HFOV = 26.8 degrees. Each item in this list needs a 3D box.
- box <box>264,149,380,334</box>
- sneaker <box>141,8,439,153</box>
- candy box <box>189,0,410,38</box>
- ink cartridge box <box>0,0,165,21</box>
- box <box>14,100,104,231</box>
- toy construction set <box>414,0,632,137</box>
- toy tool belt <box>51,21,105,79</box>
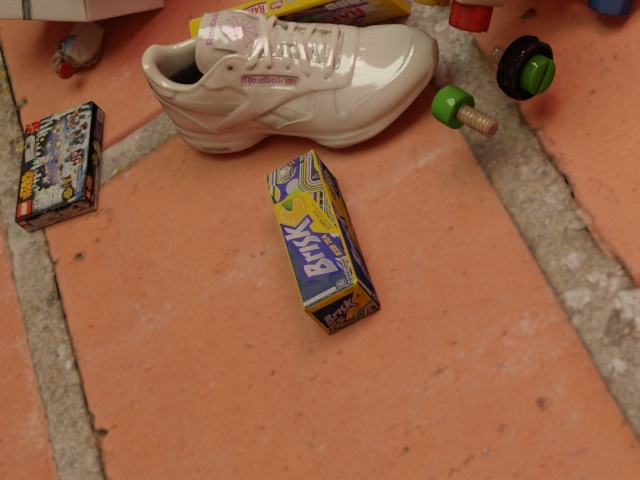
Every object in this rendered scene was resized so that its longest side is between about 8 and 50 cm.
[{"bbox_3d":[0.000,0.000,1.251,0.059,0.054,0.169,-28,51,12],"label":"box"},{"bbox_3d":[-0.037,-0.163,1.315,0.305,0.152,0.114,-9,56,24],"label":"sneaker"},{"bbox_3d":[-0.020,-0.230,1.381,0.206,0.105,0.027,-12,81,24],"label":"candy box"},{"bbox_3d":[-0.297,-0.302,1.561,0.190,0.139,0.082,9,110,33],"label":"ink cartridge box"},{"bbox_3d":[-0.290,-0.083,1.494,0.094,0.027,0.137,-18,53,21],"label":"box"},{"bbox_3d":[0.137,-0.308,1.193,0.257,0.309,0.237,-35,49,-24],"label":"toy construction set"},{"bbox_3d":[-0.289,-0.221,1.576,0.051,0.052,0.083,-8,50,60],"label":"toy tool belt"}]
